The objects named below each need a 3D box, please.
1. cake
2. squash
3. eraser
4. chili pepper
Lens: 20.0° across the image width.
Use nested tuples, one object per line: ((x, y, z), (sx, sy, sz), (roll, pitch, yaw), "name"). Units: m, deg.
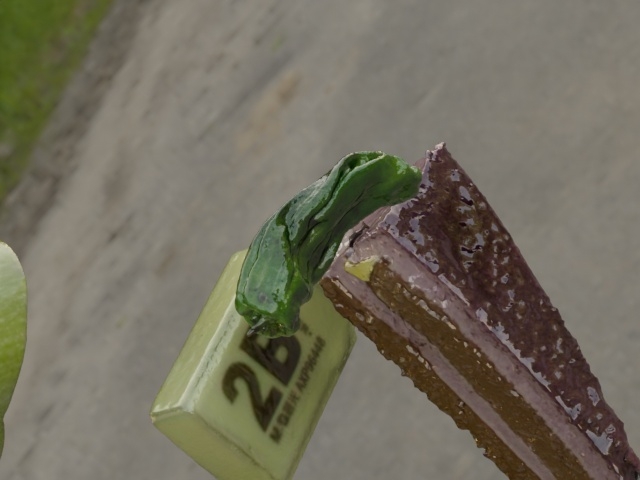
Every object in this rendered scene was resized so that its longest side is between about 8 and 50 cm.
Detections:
((0.111, 0.078, 1.290), (0.112, 0.295, 0.116), (-30, -10, -33), "cake")
((-0.334, 0.117, 1.624), (0.133, 0.220, 0.220), (-16, -1, -34), "squash")
((-0.048, 0.100, 1.418), (0.058, 0.117, 0.172), (-22, 34, 49), "eraser")
((-0.001, -0.001, 0.669), (0.091, 0.034, 0.030), (-49, -7, -18), "chili pepper")
